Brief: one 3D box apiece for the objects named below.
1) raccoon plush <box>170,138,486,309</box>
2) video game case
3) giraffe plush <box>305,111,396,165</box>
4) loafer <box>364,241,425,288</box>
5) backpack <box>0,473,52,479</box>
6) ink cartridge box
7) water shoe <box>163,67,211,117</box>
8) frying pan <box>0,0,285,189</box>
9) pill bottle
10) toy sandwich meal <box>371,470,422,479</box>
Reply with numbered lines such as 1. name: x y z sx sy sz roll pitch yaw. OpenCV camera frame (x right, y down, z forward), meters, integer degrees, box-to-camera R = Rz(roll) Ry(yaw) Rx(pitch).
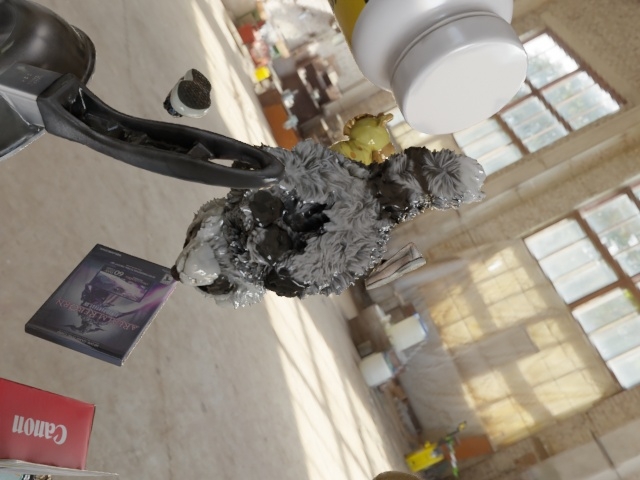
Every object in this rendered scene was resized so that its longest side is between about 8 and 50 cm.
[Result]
1. raccoon plush: 0.000 0.000 1.122 0.299 0.446 0.216 150 -62 -64
2. video game case: -0.418 0.118 1.456 0.274 0.196 0.026 -65 173 -54
3. giraffe plush: 0.075 -0.169 1.466 0.181 0.170 0.210 21 -33 43
4. loafer: 0.113 0.040 1.157 0.045 0.125 0.039 -12 77 -43
5. backpack: -0.658 0.500 1.590 0.144 0.166 0.188 19 -5 -4
6. ink cartridge box: -0.498 0.297 1.163 0.309 0.271 0.130 57 33 -66
7. water shoe: -0.243 -0.247 1.333 0.073 0.080 0.203 42 19 -16
8. frying pan: -0.194 -0.066 0.409 0.326 0.197 0.053 34 -29 39
9. pill bottle: 0.103 -0.293 0.848 0.188 0.187 0.334 51 16 -60
10. toy sandwich meal: 0.105 0.330 0.962 0.085 0.085 0.029 -65 163 -81
